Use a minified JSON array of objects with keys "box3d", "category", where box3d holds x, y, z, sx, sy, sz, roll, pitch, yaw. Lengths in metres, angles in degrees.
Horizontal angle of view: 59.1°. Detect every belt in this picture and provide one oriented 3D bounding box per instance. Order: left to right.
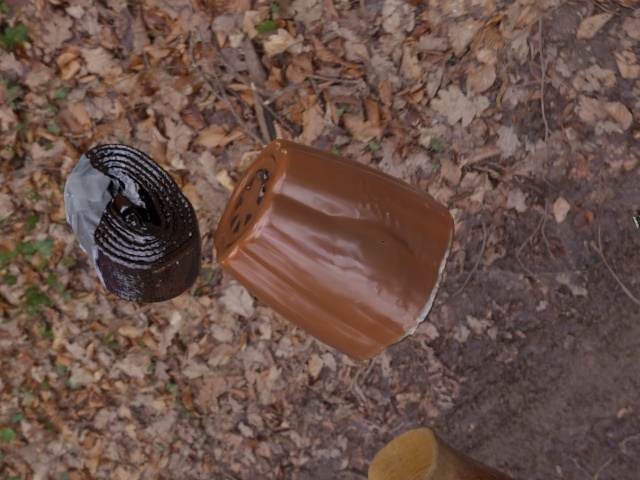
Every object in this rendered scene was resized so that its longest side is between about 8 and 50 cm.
[{"box3d":[-0.321,-0.025,0.972,0.289,0.184,0.164,51,154,26],"category":"belt"}]

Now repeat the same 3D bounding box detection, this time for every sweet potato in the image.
[{"box3d":[0.223,0.351,0.685,0.337,0.131,0.131,31,122,-6],"category":"sweet potato"}]

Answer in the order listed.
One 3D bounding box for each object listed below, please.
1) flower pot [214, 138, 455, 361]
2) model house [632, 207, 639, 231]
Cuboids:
[{"box3d":[0.000,0.000,0.545,0.173,0.190,0.190,26,125,-23],"category":"flower pot"},{"box3d":[0.424,-0.049,0.713,0.057,0.058,0.083,-20,132,22],"category":"model house"}]
